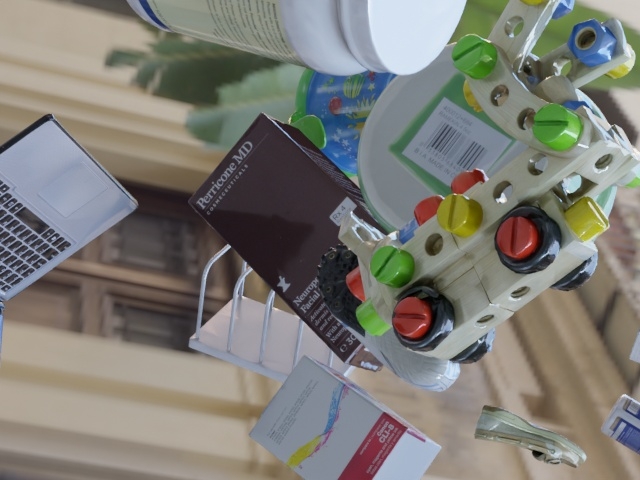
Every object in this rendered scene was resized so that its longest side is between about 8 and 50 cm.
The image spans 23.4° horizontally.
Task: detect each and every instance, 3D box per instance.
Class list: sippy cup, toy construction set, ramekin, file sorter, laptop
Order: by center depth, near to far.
[{"bbox_3d":[0.114,-0.033,1.178,0.328,0.151,0.215,-50,-131,36],"label":"toy construction set"},{"bbox_3d":[0.192,-0.094,1.865,0.303,0.148,0.303,-12,-116,25],"label":"ramekin"},{"bbox_3d":[-0.421,0.088,2.142,0.236,0.408,0.382,54,-1,20],"label":"laptop"},{"bbox_3d":[0.111,-0.226,2.597,0.224,0.240,0.305,0,-127,58],"label":"sippy cup"},{"bbox_3d":[-0.061,0.125,2.756,0.193,0.277,0.173,-44,149,-56],"label":"file sorter"}]

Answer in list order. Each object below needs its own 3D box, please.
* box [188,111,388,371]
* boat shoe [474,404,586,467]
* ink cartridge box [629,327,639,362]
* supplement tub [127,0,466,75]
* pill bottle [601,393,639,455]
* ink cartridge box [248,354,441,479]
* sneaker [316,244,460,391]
[{"bbox_3d":[0.000,0.000,2.345,0.381,0.143,0.191,44,-80,26],"label":"box"},{"bbox_3d":[0.264,0.257,1.951,0.048,0.153,0.056,-66,-161,-12],"label":"boat shoe"},{"bbox_3d":[0.501,0.134,2.062,0.090,0.143,0.092,-28,136,-65],"label":"ink cartridge box"},{"bbox_3d":[-0.029,-0.302,1.597,0.325,0.235,0.235,19,-80,31],"label":"supplement tub"},{"bbox_3d":[0.480,0.284,2.276,0.067,0.120,0.067,-56,171,-14],"label":"pill bottle"},{"bbox_3d":[0.030,0.246,1.901,0.176,0.128,0.127,33,-91,29],"label":"ink cartridge box"},{"bbox_3d":[0.081,0.100,1.920,0.085,0.237,0.086,-43,155,0],"label":"sneaker"}]
